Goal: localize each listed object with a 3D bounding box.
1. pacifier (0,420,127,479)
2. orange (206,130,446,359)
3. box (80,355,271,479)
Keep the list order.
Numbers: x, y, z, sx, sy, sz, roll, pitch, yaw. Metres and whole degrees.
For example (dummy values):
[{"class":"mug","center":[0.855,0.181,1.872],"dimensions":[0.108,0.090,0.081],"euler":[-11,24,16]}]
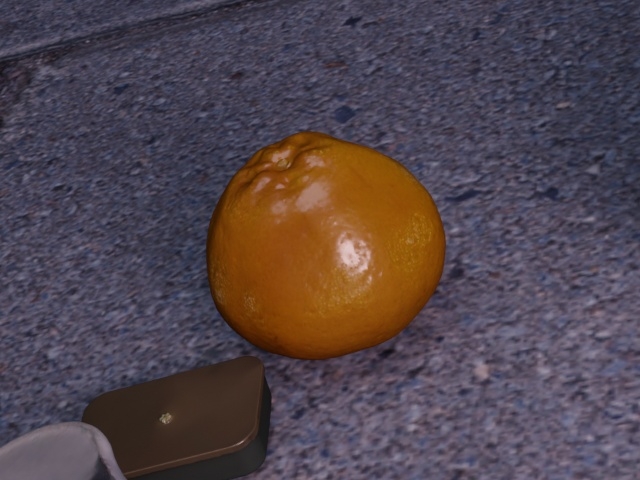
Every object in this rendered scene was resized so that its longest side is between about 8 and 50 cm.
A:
[{"class":"pacifier","center":[-0.173,0.185,0.791],"dimensions":[0.279,0.207,0.227],"euler":[20,68,49]},{"class":"orange","center":[0.000,0.000,1.028],"dimensions":[0.159,0.136,0.159],"euler":[-19,30,11]},{"class":"box","center":[-0.091,0.122,0.999],"dimensions":[0.126,0.031,0.091],"euler":[-16,31,11]}]
